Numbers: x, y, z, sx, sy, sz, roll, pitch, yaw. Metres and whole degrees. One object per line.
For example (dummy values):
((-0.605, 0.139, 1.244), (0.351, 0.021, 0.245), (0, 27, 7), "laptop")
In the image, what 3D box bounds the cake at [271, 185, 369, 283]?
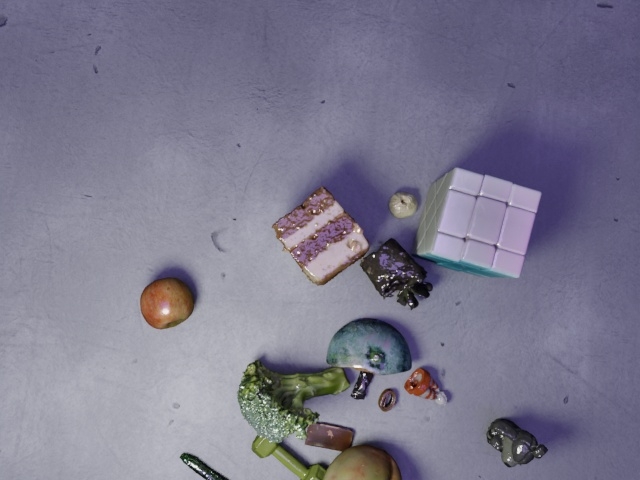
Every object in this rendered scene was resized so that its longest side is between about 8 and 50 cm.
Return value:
((0.000, 0.000, 1.548), (0.282, 0.255, 0.290), (-36, 82, -3), "cake")

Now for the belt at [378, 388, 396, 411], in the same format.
((0.258, 0.616, 1.602), (0.059, 0.036, 0.083), (27, 85, -5), "belt")

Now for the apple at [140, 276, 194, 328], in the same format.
((-0.572, 0.232, 1.552), (0.189, 0.188, 0.173), (-22, 75, -3), "apple")

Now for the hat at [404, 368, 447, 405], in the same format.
((0.417, 0.576, 1.595), (0.162, 0.093, 0.112), (37, 95, -15), "hat")

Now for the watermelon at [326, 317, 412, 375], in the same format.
((0.184, 0.393, 1.552), (0.323, 0.175, 0.187), (-1, 85, -2), "watermelon")

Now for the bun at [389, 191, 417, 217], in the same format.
((0.333, -0.143, 1.660), (0.115, 0.069, 0.115), (0, 86, -2), "bun")

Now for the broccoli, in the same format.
((-0.119, 0.542, 1.513), (0.353, 0.397, 0.274), (28, 122, 21), "broccoli")

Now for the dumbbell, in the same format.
((-0.113, 0.818, 1.539), (0.302, 0.121, 0.108), (38, 114, 2), "dumbbell")

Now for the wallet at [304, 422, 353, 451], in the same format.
((0.033, 0.751, 1.590), (0.176, 0.026, 0.095), (10, 90, 1), "wallet")

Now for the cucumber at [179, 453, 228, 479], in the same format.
((-0.420, 0.879, 1.561), (0.257, 0.043, 0.044), (34, 80, 3), "cucumber")

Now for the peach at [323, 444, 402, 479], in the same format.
((0.151, 0.876, 1.470), (0.293, 0.247, 0.291), (11, 66, -25), "peach")

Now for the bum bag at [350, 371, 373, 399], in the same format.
((0.162, 0.555, 1.606), (0.058, 0.034, 0.124), (23, 84, 10), "bum bag")

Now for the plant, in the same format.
((0.290, 0.140, 1.578), (0.188, 0.199, 0.276), (-42, 83, 2), "plant")

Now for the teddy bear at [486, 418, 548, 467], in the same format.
((0.684, 0.731, 1.510), (0.171, 0.251, 0.144), (38, 83, 17), "teddy bear")

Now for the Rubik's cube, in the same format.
((0.552, -0.051, 1.531), (0.316, 0.322, 0.318), (16, 86, -1), "Rubik's cube")
